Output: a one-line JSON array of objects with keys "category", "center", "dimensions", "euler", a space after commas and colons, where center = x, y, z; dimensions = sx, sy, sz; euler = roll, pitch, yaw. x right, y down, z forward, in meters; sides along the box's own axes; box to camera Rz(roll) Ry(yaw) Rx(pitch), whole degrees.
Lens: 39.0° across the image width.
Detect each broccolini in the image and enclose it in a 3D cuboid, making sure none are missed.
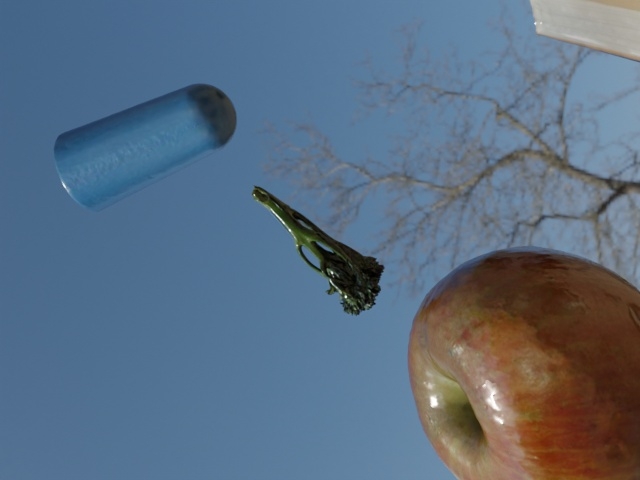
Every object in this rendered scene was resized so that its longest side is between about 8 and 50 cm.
[{"category": "broccolini", "center": [-0.009, 0.008, 1.087], "dimensions": [0.058, 0.201, 0.074], "euler": [-54, -3, 32]}]

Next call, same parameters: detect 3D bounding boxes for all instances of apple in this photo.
[{"category": "apple", "center": [0.245, 0.141, 0.968], "dimensions": [0.301, 0.302, 0.301], "euler": [-28, -57, -54]}]

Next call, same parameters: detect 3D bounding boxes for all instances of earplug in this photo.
[{"category": "earplug", "center": [-0.250, -0.151, 1.357], "dimensions": [0.132, 0.273, 0.132], "euler": [54, -156, -38]}]

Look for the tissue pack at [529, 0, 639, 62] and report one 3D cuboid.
[{"category": "tissue pack", "center": [0.328, -0.280, 0.755], "dimensions": [0.239, 0.305, 0.238], "euler": [-12, -63, -24]}]
